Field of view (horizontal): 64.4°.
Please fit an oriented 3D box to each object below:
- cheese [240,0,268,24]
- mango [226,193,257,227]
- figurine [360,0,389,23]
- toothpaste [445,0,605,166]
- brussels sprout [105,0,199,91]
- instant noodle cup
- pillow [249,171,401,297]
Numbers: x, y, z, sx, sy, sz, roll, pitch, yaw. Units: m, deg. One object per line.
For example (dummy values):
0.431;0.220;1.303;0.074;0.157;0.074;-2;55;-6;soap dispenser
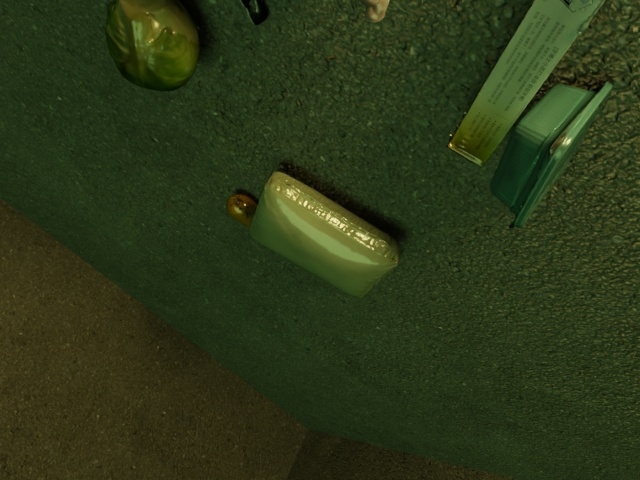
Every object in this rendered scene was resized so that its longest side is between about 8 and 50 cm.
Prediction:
-0.117;-0.374;0.717;0.036;0.086;0.162;41;175;34;cheese
-0.184;-0.068;1.244;0.079;0.057;0.114;1;144;28;mango
-0.027;-0.370;0.551;0.186;0.176;0.287;-13;150;17;figurine
0.249;-0.221;0.615;0.071;0.089;0.313;33;151;8;toothpaste
-0.277;-0.334;0.843;0.162;0.143;0.180;67;159;3;brussels sprout
0.295;-0.120;0.675;0.070;0.157;0.179;36;153;22;instant noodle cup
0.000;0.000;1.127;0.322;0.120;0.255;30;150;-2;pillow
